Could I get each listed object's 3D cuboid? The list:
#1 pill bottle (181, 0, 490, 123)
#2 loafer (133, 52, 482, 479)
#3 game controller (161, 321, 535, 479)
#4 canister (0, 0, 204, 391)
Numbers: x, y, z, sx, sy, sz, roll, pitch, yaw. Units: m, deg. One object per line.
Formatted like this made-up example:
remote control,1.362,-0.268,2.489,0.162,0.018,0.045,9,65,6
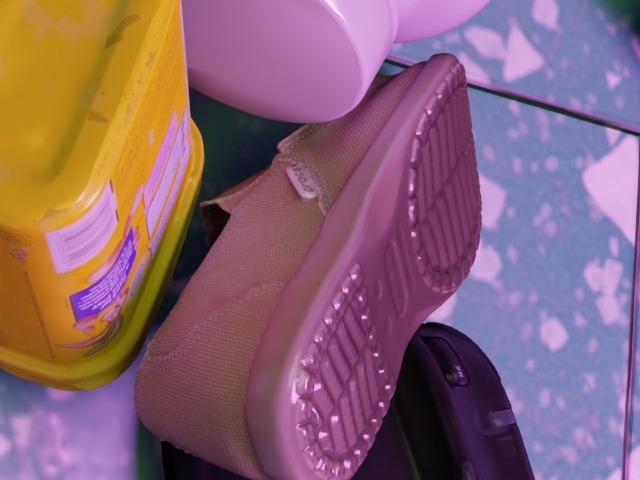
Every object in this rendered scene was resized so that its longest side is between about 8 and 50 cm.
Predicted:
pill bottle,0.031,-0.212,0.825,0.181,0.181,0.323,39,63,-24
loafer,0.000,0.000,0.804,0.268,0.092,0.102,-56,142,-55
game controller,0.039,0.189,0.819,0.166,0.067,0.319,-10,75,-22
canister,-0.091,-0.029,0.713,0.073,0.170,0.126,17,69,5
